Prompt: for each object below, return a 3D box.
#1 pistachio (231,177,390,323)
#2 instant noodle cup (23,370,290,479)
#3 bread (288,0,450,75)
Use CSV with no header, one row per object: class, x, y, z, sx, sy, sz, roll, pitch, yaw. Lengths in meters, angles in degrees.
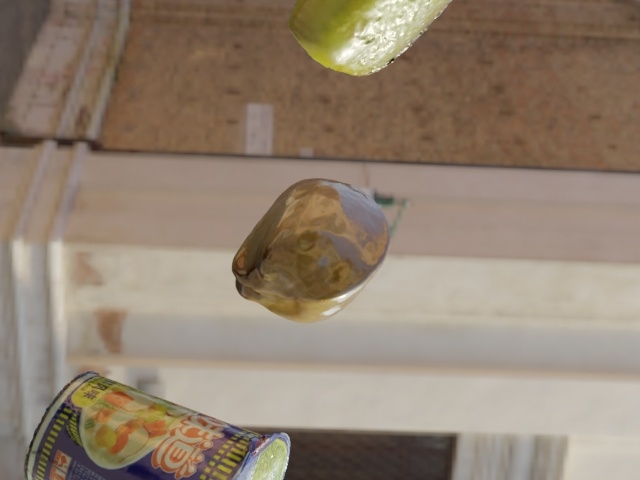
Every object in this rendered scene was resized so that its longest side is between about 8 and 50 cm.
pistachio,0.000,0.000,1.878,0.261,0.212,0.163,-67,155,-46
instant noodle cup,-0.245,0.338,1.952,0.284,0.312,0.284,-55,160,-31
bread,0.115,-0.301,1.194,0.384,0.112,0.166,-53,169,24
